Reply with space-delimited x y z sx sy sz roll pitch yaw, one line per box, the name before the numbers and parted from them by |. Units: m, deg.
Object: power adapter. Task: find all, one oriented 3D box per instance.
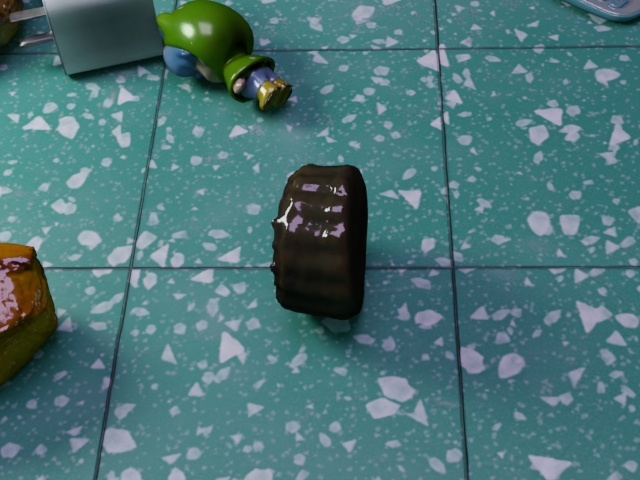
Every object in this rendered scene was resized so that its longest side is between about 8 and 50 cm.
power adapter | -0.420 -0.400 1.854 0.255 0.187 0.124 -13 51 -7

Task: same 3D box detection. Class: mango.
mango | -0.534 0.139 1.456 0.350 0.201 0.199 -27 19 -8

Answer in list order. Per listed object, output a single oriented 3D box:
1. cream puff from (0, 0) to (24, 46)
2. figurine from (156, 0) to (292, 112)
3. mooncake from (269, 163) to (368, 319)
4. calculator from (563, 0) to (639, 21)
cream puff | -0.712 -0.462 1.890 0.327 0.231 0.343 -1 52 -2
figurine | -0.166 -0.323 1.818 0.263 0.143 0.162 38 34 17
mooncake | 0.000 0.000 1.499 0.124 0.228 0.228 2 52 11
calculator | 0.516 -0.551 2.014 0.256 0.054 0.386 -37 61 -24
